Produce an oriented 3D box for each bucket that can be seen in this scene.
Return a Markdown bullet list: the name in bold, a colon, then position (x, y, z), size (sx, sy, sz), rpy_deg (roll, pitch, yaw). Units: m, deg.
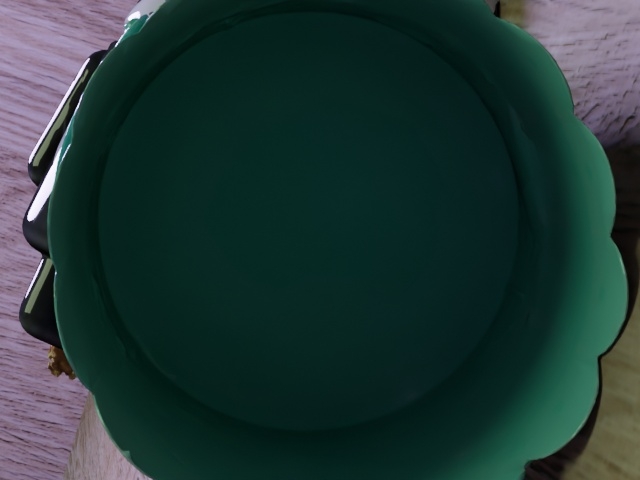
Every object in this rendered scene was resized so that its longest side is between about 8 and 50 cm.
- **bucket**: position (0.000, 0.000, 0.843), size (0.183, 0.281, 0.281), rpy_deg (-136, 63, -84)

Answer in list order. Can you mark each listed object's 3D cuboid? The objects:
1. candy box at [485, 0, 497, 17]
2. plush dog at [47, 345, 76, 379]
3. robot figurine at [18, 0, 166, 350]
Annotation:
- **candy box**: position (0.054, -0.043, 1.111), size (0.233, 0.071, 0.159), rpy_deg (-86, 17, -44)
- **plush dog**: position (-0.062, 0.121, 1.217), size (0.225, 0.211, 0.262), rpy_deg (29, 103, 55)
- **robot figurine**: position (-0.091, -0.043, 1.124), size (0.278, 0.209, 0.173), rpy_deg (-64, 3, -6)
